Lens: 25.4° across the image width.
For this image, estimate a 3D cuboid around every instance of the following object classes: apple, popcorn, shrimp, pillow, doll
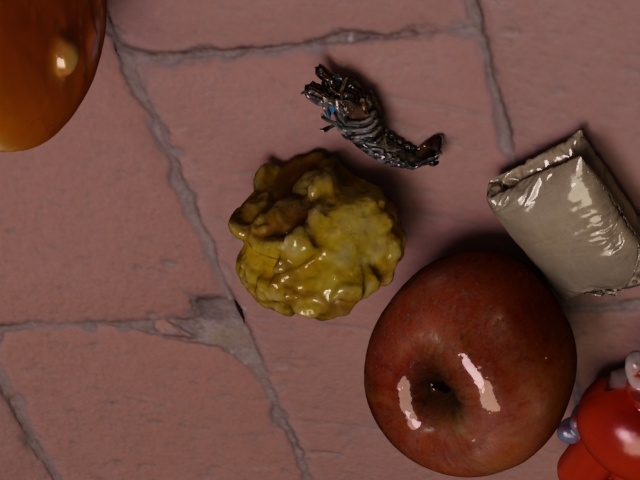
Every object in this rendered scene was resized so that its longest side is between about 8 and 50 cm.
[{"bbox_3d":[0.171,0.132,1.582,0.253,0.253,0.254,9,131,11],"label":"apple"},{"bbox_3d":[-0.003,-0.003,1.556,0.197,0.198,0.156,0,127,18],"label":"popcorn"},{"bbox_3d":[0.046,-0.117,1.506,0.174,0.082,0.076,33,127,-20],"label":"shrimp"},{"bbox_3d":[0.269,-0.019,1.514,0.134,0.078,0.181,-21,119,33],"label":"pillow"},{"bbox_3d":[0.373,0.216,1.647,0.161,0.130,0.290,21,138,-3],"label":"doll"}]

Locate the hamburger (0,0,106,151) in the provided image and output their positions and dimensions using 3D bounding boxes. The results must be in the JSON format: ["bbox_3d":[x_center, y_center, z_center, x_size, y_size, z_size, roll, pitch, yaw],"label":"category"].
[{"bbox_3d":[-0.363,-0.248,1.331,0.277,0.396,0.396,-2,128,20],"label":"hamburger"}]
